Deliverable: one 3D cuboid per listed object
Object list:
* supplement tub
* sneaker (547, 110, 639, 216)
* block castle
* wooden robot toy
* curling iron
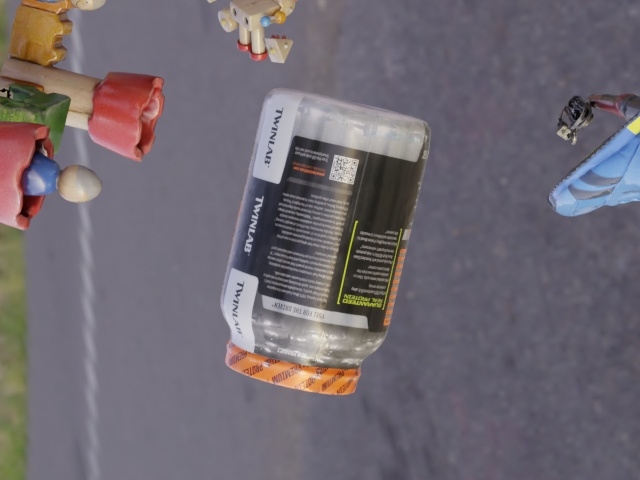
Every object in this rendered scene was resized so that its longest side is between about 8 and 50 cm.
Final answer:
[{"bbox_3d":[0.000,0.000,2.260,0.207,0.207,0.338,-153,76,-72],"label":"supplement tub"},{"bbox_3d":[0.256,-0.053,1.520,0.082,0.069,0.209,48,146,0],"label":"sneaker"},{"bbox_3d":[-0.212,-0.198,1.649,0.453,0.213,0.303,-49,-27,-76],"label":"block castle"},{"bbox_3d":[-0.064,-0.261,2.173,0.173,0.079,0.076,41,150,40],"label":"wooden robot toy"},{"bbox_3d":[0.338,-0.135,2.112,0.035,0.068,0.274,35,173,-19],"label":"curling iron"}]
